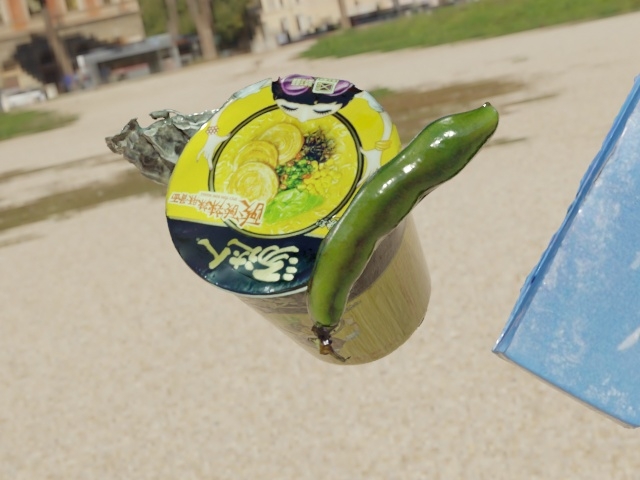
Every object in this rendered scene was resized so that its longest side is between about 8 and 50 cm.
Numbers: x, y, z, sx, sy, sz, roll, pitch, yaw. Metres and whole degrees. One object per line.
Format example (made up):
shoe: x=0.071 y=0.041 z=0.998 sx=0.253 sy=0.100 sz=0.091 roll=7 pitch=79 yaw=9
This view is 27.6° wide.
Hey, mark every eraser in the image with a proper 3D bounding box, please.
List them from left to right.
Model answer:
eraser: x=0.278 y=-0.008 z=1.094 sx=0.144 sy=0.312 sz=0.042 roll=30 pitch=-3 yaw=-9

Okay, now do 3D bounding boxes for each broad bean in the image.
broad bean: x=0.050 y=-0.015 z=0.969 sx=0.069 sy=0.227 sz=0.039 roll=30 pitch=12 yaw=-19

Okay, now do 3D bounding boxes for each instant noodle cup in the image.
instant noodle cup: x=0.000 y=0.000 z=1.169 sx=0.215 sy=0.215 sz=0.236 roll=-10 pitch=-30 yaw=15

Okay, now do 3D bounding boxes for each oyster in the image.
oyster: x=-0.089 y=-0.091 z=1.317 sx=0.252 sy=0.087 sz=0.199 roll=12 pitch=-14 yaw=-13
